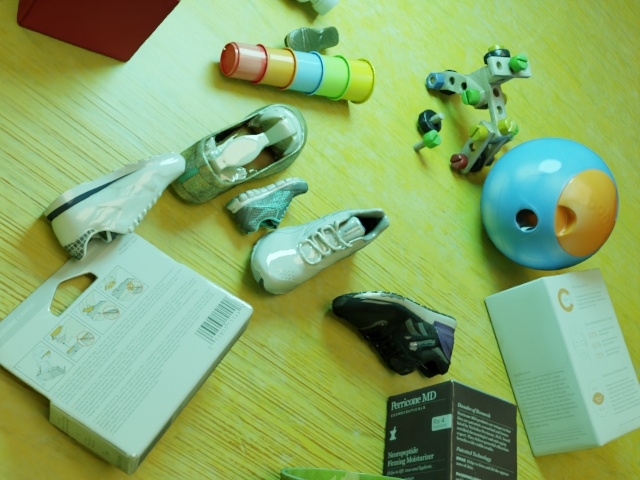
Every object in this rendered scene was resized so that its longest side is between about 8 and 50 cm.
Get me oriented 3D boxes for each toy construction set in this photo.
[{"bbox_3d":[0.400,-0.285,1.779,0.309,0.237,0.257,25,57,-30],"label":"toy construction set"}]

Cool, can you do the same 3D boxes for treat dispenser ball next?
[{"bbox_3d":[0.491,-0.078,1.730,0.288,0.288,0.288,17,61,-34],"label":"treat dispenser ball"}]

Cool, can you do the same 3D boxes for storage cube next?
[{"bbox_3d":[-0.340,-0.427,1.252,0.215,0.193,0.183,13,63,-35],"label":"storage cube"}]

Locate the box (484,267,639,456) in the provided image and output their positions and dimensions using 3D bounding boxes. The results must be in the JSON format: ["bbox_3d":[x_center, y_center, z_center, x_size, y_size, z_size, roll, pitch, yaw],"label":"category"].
[{"bbox_3d":[0.521,0.251,1.691,0.215,0.168,0.345,-5,75,-41],"label":"box"}]

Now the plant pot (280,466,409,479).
[{"bbox_3d":[0.057,0.499,1.158,0.275,0.275,0.293,16,77,-35],"label":"plant pot"}]

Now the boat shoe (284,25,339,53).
[{"bbox_3d":[-0.024,-0.398,1.603,0.152,0.049,0.056,-19,103,-47],"label":"boat shoe"}]

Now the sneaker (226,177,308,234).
[{"bbox_3d":[-0.084,-0.058,1.396,0.167,0.065,0.076,-23,88,-34],"label":"sneaker"}]

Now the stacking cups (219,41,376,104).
[{"bbox_3d":[-0.037,-0.326,1.525,0.316,0.096,0.095,2,70,-40],"label":"stacking cups"}]

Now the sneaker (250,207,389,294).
[{"bbox_3d":[0.000,0.000,1.392,0.297,0.129,0.111,-30,92,-42],"label":"sneaker"}]

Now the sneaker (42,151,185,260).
[{"bbox_3d":[-0.294,-0.057,1.202,0.235,0.090,0.094,-33,91,-32],"label":"sneaker"}]

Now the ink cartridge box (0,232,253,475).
[{"bbox_3d":[-0.282,0.138,1.140,0.261,0.066,0.296,32,49,7],"label":"ink cartridge box"}]

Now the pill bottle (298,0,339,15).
[{"bbox_3d":[-0.033,-0.548,1.621,0.180,0.108,0.108,41,50,-20],"label":"pill bottle"}]

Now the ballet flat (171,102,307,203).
[{"bbox_3d":[-0.109,-0.166,1.384,0.349,0.123,0.123,-35,95,-43],"label":"ballet flat"}]

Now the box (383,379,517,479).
[{"bbox_3d":[0.224,0.373,1.387,0.167,0.168,0.203,24,57,-30],"label":"box"}]

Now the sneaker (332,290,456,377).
[{"bbox_3d":[0.142,0.176,1.454,0.283,0.107,0.124,20,65,-32],"label":"sneaker"}]
